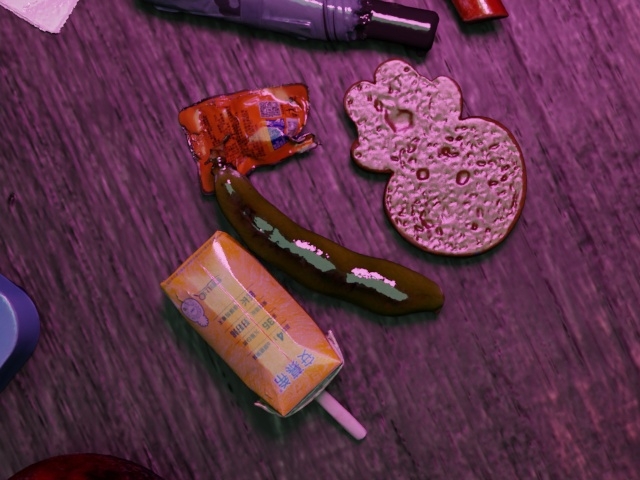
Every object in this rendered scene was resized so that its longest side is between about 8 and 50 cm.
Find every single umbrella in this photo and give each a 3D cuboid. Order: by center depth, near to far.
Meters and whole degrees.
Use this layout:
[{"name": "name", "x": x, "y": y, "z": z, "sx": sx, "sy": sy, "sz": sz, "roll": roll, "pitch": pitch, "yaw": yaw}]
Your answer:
[{"name": "umbrella", "x": -0.028, "y": -0.194, "z": 1.509, "sx": 0.250, "sy": 0.053, "sz": 0.052, "roll": 11, "pitch": 70, "yaw": 4}]

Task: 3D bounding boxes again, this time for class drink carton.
[{"name": "drink carton", "x": -0.036, "y": 0.086, "z": 1.488, "sx": 0.084, "sy": 0.074, "sz": 0.200, "roll": -44, "pitch": 86, "yaw": -2}]

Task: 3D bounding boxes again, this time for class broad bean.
[{"name": "broad bean", "x": -0.004, "y": 0.004, "z": 1.498, "sx": 0.227, "sy": 0.039, "sz": 0.069, "roll": 36, "pitch": 97, "yaw": -7}]

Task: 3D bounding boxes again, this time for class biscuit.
[{"name": "biscuit", "x": 0.093, "y": -0.067, "z": 1.517, "sx": 0.124, "sy": 0.026, "sz": 0.175, "roll": -36, "pitch": 88, "yaw": -3}]

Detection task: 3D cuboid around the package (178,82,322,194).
[{"name": "package", "x": -0.056, "y": -0.086, "z": 1.516, "sx": 0.111, "sy": 0.033, "sz": 0.077, "roll": -15, "pitch": 97, "yaw": 4}]

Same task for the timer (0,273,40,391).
[{"name": "timer", "x": -0.379, "y": 0.088, "z": 1.484, "sx": 0.232, "sy": 0.091, "sz": 0.250, "roll": 38, "pitch": 92, "yaw": 2}]

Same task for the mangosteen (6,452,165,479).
[{"name": "mangosteen", "x": -0.188, "y": 0.263, "z": 1.420, "sx": 0.216, "sy": 0.216, "sz": 0.216, "roll": 0, "pitch": 87, "yaw": 0}]

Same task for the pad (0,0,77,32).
[{"name": "pad", "x": -0.223, "y": -0.304, "z": 1.543, "sx": 0.156, "sy": 0.004, "sz": 0.232, "roll": 32, "pitch": 88, "yaw": 2}]

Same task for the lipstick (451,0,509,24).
[{"name": "lipstick", "x": 0.072, "y": -0.293, "z": 1.511, "sx": 0.068, "sy": 0.061, "sz": 0.274, "roll": -28, "pitch": 87, "yaw": -3}]
